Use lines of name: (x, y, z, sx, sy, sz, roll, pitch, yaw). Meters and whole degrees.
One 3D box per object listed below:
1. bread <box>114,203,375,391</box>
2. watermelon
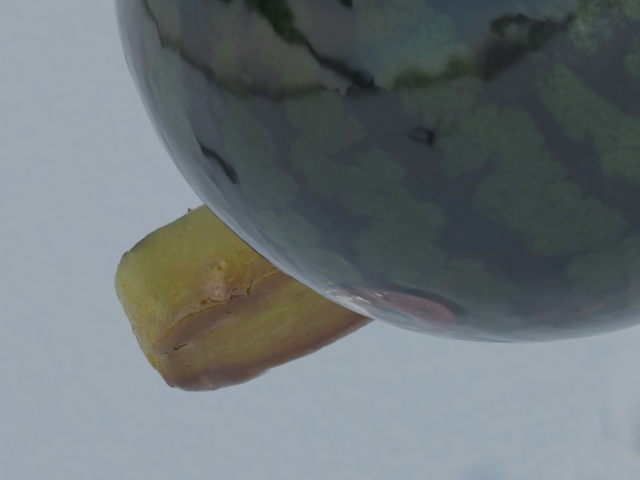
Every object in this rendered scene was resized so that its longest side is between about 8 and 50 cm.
bread: (0.000, 0.000, 1.006, 0.245, 0.102, 0.094, -28, 60, -6)
watermelon: (0.050, -0.074, 0.449, 0.212, 0.212, 0.212, -23, 34, 16)
